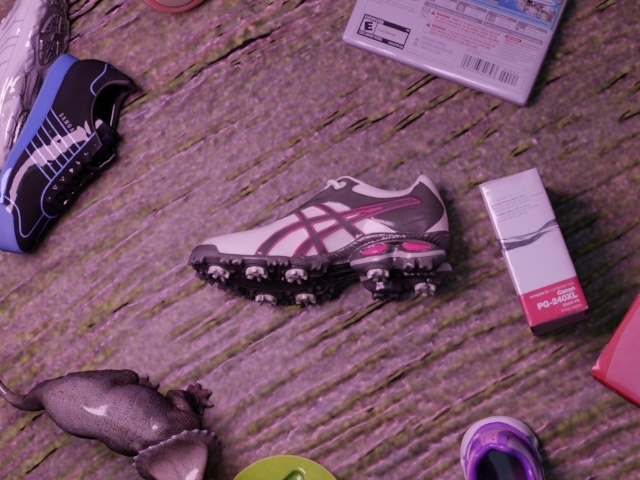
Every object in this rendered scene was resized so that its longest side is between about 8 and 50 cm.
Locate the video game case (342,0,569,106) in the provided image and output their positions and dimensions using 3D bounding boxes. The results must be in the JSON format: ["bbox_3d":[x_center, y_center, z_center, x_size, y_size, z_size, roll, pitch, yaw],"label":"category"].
[{"bbox_3d":[0.155,-0.266,1.481,0.212,0.023,0.193,21,86,14],"label":"video game case"}]

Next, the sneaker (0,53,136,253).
[{"bbox_3d":[-0.277,-0.088,1.504,0.090,0.081,0.232,17,84,20],"label":"sneaker"}]

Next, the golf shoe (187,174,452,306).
[{"bbox_3d":[0.000,0.000,1.444,0.272,0.105,0.120,-2,65,4],"label":"golf shoe"}]

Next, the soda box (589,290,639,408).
[{"bbox_3d":[0.371,0.046,1.363,0.092,0.083,0.263,32,89,13],"label":"soda box"}]

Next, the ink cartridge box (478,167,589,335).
[{"bbox_3d":[0.214,0.012,1.383,0.063,0.109,0.151,-19,79,8],"label":"ink cartridge box"}]

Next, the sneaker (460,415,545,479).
[{"bbox_3d":[0.195,0.286,1.350,0.095,0.104,0.236,-19,80,6],"label":"sneaker"}]

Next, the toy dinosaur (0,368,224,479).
[{"bbox_3d":[-0.202,0.175,1.411,0.313,0.160,0.121,31,88,12],"label":"toy dinosaur"}]

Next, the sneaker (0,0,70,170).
[{"bbox_3d":[-0.355,-0.197,1.534,0.115,0.090,0.232,14,84,16],"label":"sneaker"}]

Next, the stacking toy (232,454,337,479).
[{"bbox_3d":[0.004,0.381,1.396,0.308,0.130,0.280,12,58,9],"label":"stacking toy"}]

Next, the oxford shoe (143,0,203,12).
[{"bbox_3d":[-0.113,-0.440,1.524,0.146,0.140,0.397,29,93,44],"label":"oxford shoe"}]
